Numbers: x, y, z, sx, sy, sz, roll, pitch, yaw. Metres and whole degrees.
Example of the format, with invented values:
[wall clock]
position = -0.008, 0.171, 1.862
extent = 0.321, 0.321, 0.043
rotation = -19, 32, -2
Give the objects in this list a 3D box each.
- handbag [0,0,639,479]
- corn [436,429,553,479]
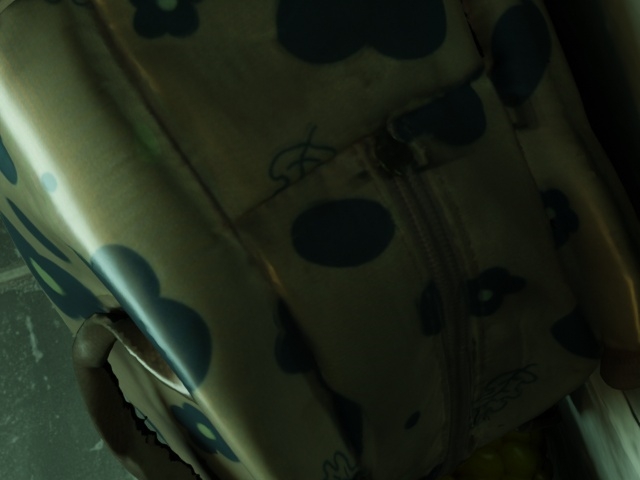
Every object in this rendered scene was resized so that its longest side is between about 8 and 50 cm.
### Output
[handbag]
position = 0.000, 0.000, 0.566
extent = 0.193, 0.190, 0.251
rotation = 58, 169, 8
[corn]
position = 0.046, 0.223, 0.668
extent = 0.144, 0.144, 0.387
rotation = 94, 173, -73
